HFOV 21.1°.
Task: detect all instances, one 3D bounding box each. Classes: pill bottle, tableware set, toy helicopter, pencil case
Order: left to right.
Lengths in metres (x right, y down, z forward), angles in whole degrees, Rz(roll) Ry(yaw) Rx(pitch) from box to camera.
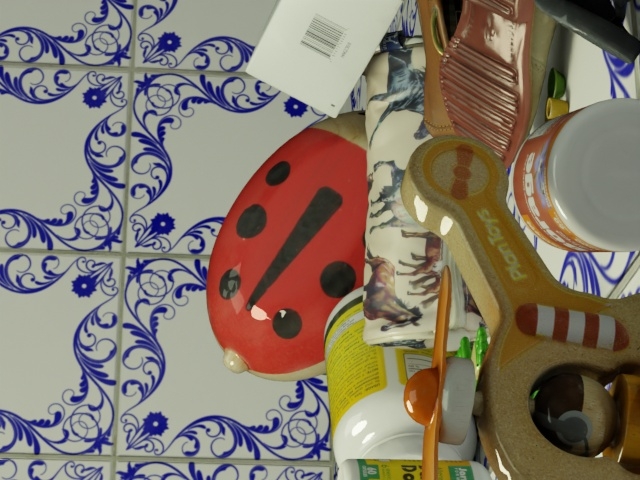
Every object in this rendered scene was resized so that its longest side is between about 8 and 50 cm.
[{"bbox_3d":[0.104,0.220,2.247,0.334,0.187,0.188,-95,9,-54],"label":"pill bottle"},{"bbox_3d":[0.136,-0.054,2.162,0.183,0.159,0.410,145,127,-71],"label":"pencil case"},{"bbox_3d":[0.125,0.300,1.882,0.117,0.208,0.118,-178,90,-85],"label":"pill bottle"},{"bbox_3d":[0.141,0.067,1.252,0.140,0.235,0.355,99,150,-53],"label":"toy helicopter"},{"bbox_3d":[0.238,-0.107,1.828,0.154,0.024,0.104,99,172,-55],"label":"tableware set"},{"bbox_3d":[0.226,-0.049,1.419,0.216,0.121,0.121,168,104,-85],"label":"pill bottle"}]

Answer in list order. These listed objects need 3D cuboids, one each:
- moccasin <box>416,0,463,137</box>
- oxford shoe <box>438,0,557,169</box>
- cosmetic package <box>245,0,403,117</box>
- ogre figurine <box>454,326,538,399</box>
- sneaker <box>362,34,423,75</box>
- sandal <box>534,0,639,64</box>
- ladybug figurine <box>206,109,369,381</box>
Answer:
[{"bbox_3d":[0.175,-0.303,2.003,0.147,0.139,0.380,157,119,-71],"label":"moccasin"},{"bbox_3d":[0.212,-0.218,1.810,0.123,0.130,0.348,37,148,26],"label":"oxford shoe"},{"bbox_3d":[0.030,-0.323,2.171,0.224,0.138,0.225,-58,6,45],"label":"cosmetic package"},{"bbox_3d":[0.198,0.130,1.666,0.197,0.118,0.097,110,166,-68],"label":"ogre figurine"},{"bbox_3d":[0.095,-0.202,2.401,0.281,0.106,0.163,10,86,60],"label":"sneaker"},{"bbox_3d":[0.238,-0.230,1.560,0.054,0.097,0.254,-57,17,19],"label":"sandal"},{"bbox_3d":[0.000,0.000,2.453,0.449,0.305,0.162,-57,-17,-7],"label":"ladybug figurine"}]
